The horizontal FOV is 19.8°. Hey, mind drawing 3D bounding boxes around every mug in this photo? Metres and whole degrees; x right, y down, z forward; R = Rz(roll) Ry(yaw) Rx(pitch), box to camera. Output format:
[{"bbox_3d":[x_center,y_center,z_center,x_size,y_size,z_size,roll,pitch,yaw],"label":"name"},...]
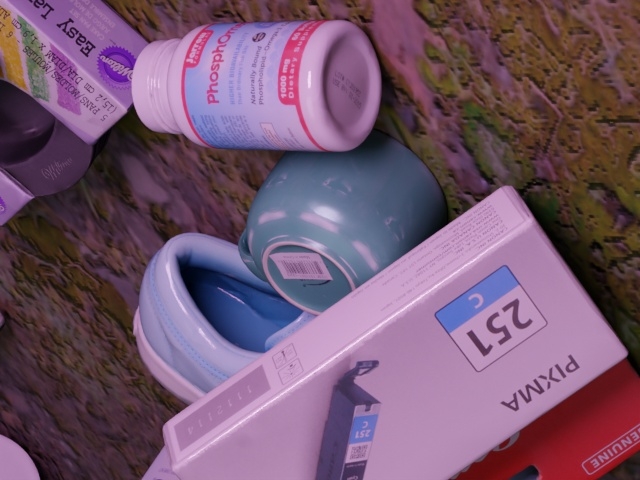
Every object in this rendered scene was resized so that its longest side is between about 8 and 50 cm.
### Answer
[{"bbox_3d":[0.009,0.002,1.313,0.129,0.097,0.158,31,143,2],"label":"mug"}]

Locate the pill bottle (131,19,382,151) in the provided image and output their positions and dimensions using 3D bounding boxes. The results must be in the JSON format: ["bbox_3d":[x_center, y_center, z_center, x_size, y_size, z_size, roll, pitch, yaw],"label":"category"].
[{"bbox_3d":[-0.046,-0.104,1.241,0.160,0.087,0.087,3,134,33],"label":"pill bottle"}]

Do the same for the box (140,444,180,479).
[{"bbox_3d":[-0.088,0.231,1.614,0.126,0.137,0.072,8,137,30],"label":"box"}]

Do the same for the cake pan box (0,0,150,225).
[{"bbox_3d":[-0.270,-0.148,1.375,0.267,0.070,0.246,42,145,-13],"label":"cake pan box"}]

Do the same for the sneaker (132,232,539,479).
[{"bbox_3d":[0.013,0.113,1.401,0.366,0.135,0.150,25,151,10],"label":"sneaker"}]

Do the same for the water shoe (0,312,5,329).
[{"bbox_3d":[-0.376,0.086,1.716,0.203,0.073,0.080,-18,119,46],"label":"water shoe"}]

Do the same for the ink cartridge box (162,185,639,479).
[{"bbox_3d":[0.083,0.144,1.289,0.296,0.066,0.261,-35,119,6],"label":"ink cartridge box"}]

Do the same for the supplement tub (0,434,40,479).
[{"bbox_3d":[-0.371,0.288,1.883,0.144,0.144,0.199,35,143,-4],"label":"supplement tub"}]
